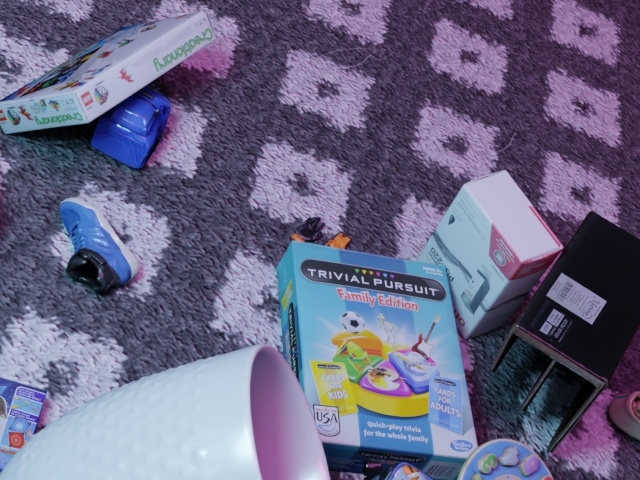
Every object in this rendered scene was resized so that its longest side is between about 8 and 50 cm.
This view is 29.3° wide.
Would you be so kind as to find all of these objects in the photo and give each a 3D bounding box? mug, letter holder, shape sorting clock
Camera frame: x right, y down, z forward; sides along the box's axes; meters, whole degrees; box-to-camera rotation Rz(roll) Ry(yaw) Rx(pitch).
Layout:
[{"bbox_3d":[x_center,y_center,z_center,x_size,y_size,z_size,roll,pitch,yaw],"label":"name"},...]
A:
[{"bbox_3d":[-0.179,0.318,1.322,0.328,0.276,0.374,-17,36,12],"label":"mug"},{"bbox_3d":[0.377,0.141,1.848,0.152,0.214,0.302,33,47,11],"label":"letter holder"},{"bbox_3d":[0.259,0.373,1.665,0.206,0.040,0.206,9,74,-33],"label":"shape sorting clock"}]

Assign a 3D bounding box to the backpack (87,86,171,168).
[{"bbox_3d":[-0.279,-0.185,1.871,0.098,0.101,0.120,32,42,-8],"label":"backpack"}]

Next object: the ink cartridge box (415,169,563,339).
[{"bbox_3d":[0.250,0.025,1.871,0.092,0.218,0.158,-19,63,-30],"label":"ink cartridge box"}]

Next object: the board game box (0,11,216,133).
[{"bbox_3d":[-0.323,-0.256,1.856,0.305,0.193,0.053,-43,120,-42],"label":"board game box"}]

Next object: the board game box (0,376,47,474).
[{"bbox_3d":[-0.447,0.213,1.489,0.201,0.035,0.136,19,40,-11],"label":"board game box"}]

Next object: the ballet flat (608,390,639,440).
[{"bbox_3d":[0.561,0.308,1.882,0.248,0.086,0.086,31,46,0],"label":"ballet flat"}]

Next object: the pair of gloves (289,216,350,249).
[{"bbox_3d":[0.000,0.000,1.913,0.083,0.010,0.074,35,47,8],"label":"pair of gloves"}]

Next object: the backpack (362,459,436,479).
[{"bbox_3d":[0.119,0.430,1.472,0.276,0.213,0.263,32,71,5],"label":"backpack"}]

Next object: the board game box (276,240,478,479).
[{"bbox_3d":[0.076,0.171,1.761,0.254,0.079,0.336,10,50,-19],"label":"board game box"}]

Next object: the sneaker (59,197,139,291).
[{"bbox_3d":[-0.331,0.008,1.712,0.152,0.058,0.084,49,40,8],"label":"sneaker"}]
